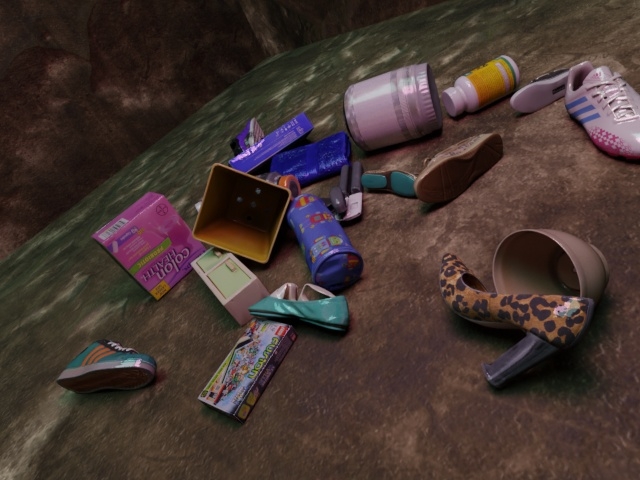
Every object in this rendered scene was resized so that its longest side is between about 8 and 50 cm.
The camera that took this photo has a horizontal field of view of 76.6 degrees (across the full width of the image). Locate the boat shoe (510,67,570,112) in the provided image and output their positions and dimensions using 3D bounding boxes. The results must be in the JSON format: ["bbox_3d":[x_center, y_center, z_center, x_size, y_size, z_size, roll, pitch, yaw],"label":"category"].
[{"bbox_3d":[0.626,-0.425,1.142,0.220,0.077,0.070,-21,35,-3],"label":"boat shoe"}]

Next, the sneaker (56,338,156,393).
[{"bbox_3d":[-0.511,0.292,0.991,0.303,0.108,0.120,-13,41,24],"label":"sneaker"}]

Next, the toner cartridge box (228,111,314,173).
[{"bbox_3d":[-0.196,-0.357,1.583,0.348,0.075,0.165,-37,6,-11],"label":"toner cartridge box"}]

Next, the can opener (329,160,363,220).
[{"bbox_3d":[0.078,-0.158,1.164,0.076,0.095,0.283,-15,37,19],"label":"can opener"}]

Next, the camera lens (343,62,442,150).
[{"bbox_3d":[0.225,-0.416,1.284,0.275,0.219,0.219,-10,39,26],"label":"camera lens"}]

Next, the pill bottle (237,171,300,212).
[{"bbox_3d":[-0.187,-0.149,1.313,0.246,0.130,0.130,-7,40,28],"label":"pill bottle"}]

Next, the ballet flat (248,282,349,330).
[{"bbox_3d":[-0.046,0.135,0.875,0.248,0.083,0.087,2,77,31],"label":"ballet flat"}]

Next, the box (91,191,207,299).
[{"bbox_3d":[-0.506,0.015,1.226,0.117,0.242,0.213,15,53,46],"label":"box"}]

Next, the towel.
[{"bbox_3d":[-0.042,-0.277,1.424,0.309,0.076,0.227,-18,35,16],"label":"towel"}]

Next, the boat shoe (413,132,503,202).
[{"bbox_3d":[0.334,-0.183,1.020,0.285,0.104,0.089,-30,28,-19],"label":"boat shoe"}]

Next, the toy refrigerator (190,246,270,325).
[{"bbox_3d":[-0.240,0.102,1.057,0.102,0.094,0.270,-40,35,-15],"label":"toy refrigerator"}]

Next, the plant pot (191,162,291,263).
[{"bbox_3d":[-0.205,-0.087,1.142,0.187,0.213,0.212,-85,15,-77],"label":"plant pot"}]

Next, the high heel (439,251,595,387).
[{"bbox_3d":[0.294,0.073,0.641,0.186,0.093,0.261,-54,33,34],"label":"high heel"}]

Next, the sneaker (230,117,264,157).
[{"bbox_3d":[-0.348,-0.466,1.865,0.146,0.102,0.293,-22,35,12],"label":"sneaker"}]

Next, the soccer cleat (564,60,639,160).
[{"bbox_3d":[0.641,-0.298,0.900,0.116,0.143,0.331,-20,35,13],"label":"soccer cleat"}]

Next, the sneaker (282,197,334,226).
[{"bbox_3d":[-0.033,-0.088,1.197,0.171,0.051,0.089,-4,41,25],"label":"sneaker"}]

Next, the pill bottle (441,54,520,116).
[{"bbox_3d":[0.491,-0.471,1.255,0.209,0.117,0.117,-27,34,4],"label":"pill bottle"}]

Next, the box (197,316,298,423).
[{"bbox_3d":[-0.146,0.258,0.837,0.114,0.036,0.207,3,45,38],"label":"box"}]

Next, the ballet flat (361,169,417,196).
[{"bbox_3d":[0.206,-0.167,1.115,0.067,0.072,0.206,-25,31,-37],"label":"ballet flat"}]

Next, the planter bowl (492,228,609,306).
[{"bbox_3d":[0.375,0.055,0.643,0.109,0.161,0.162,-9,29,-20],"label":"planter bowl"}]

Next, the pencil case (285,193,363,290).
[{"bbox_3d":[0.000,0.000,0.994,0.120,0.133,0.306,-9,33,-14],"label":"pencil case"}]

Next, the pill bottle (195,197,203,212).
[{"bbox_3d":[-0.383,-0.139,1.486,0.137,0.078,0.078,-31,34,-3],"label":"pill bottle"}]
